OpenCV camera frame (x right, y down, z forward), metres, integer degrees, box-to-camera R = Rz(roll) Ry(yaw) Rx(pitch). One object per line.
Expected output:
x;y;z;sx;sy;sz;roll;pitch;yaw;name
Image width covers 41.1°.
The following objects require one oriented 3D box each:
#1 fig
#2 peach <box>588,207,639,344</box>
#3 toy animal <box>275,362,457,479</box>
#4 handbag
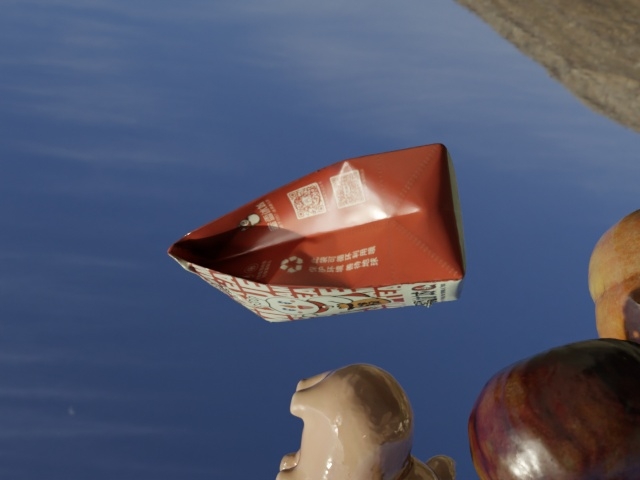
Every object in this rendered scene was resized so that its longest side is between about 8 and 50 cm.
0.276;0.209;0.895;0.235;0.235;0.214;7;-138;-7;fig
0.491;0.066;1.166;0.253;0.252;0.252;8;-148;-5;peach
0.072;0.342;1.252;0.269;0.326;0.237;9;-166;8;toy animal
0.000;0.000;0.906;0.298;0.151;0.171;-6;168;7;handbag
